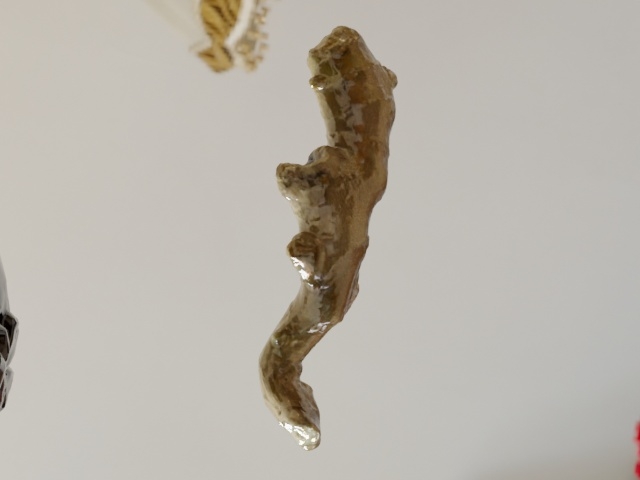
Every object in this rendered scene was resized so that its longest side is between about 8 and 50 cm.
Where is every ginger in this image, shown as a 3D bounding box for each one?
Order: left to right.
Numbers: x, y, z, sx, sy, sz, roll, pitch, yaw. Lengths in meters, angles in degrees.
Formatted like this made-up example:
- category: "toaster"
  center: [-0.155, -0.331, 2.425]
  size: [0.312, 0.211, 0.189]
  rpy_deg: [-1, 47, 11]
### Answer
- category: "ginger"
  center: [0.000, 0.000, 0.739]
  size: [0.075, 0.089, 0.288]
  rpy_deg: [19, 99, 47]

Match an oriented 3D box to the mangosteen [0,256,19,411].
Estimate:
- category: "mangosteen"
  center: [-0.302, 0.053, 0.542]
  size: [0.297, 0.293, 0.297]
  rpy_deg: [174, 90, -74]
